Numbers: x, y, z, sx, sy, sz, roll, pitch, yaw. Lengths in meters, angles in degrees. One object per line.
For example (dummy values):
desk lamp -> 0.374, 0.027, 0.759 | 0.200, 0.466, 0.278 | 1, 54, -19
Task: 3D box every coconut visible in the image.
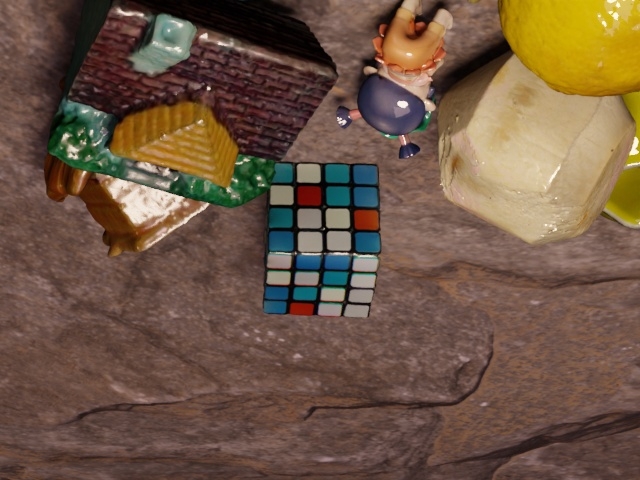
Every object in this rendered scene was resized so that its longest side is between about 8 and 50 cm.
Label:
coconut -> 0.241, -0.115, 1.631 | 0.241, 0.241, 0.241 | -1, 145, -1

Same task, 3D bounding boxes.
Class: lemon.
lemon -> 0.300, -0.271, 1.422 | 0.234, 0.233, 0.288 | 8, 132, -14

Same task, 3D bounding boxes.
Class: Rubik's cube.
Rubik's cube -> 0.000, 0.000, 1.850 | 0.151, 0.154, 0.155 | 2, 144, -5

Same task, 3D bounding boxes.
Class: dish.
dish -> 0.403, -0.092, 1.781 | 0.221, 0.108, 0.262 | -22, 140, 27

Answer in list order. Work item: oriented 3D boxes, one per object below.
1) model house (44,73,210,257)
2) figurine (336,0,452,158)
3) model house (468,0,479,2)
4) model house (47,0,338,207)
model house -> -0.236, -0.116, 1.685 | 0.220, 0.199, 0.229 | -38, 111, -12
figurine -> 0.089, -0.192, 1.632 | 0.111, 0.102, 0.195 | 29, 152, 14
model house -> 0.115, -0.371, 1.309 | 0.234, 0.174, 0.193 | 18, 141, -31
model house -> -0.123, -0.163, 1.477 | 0.281, 0.230, 0.249 | 13, 178, -22
